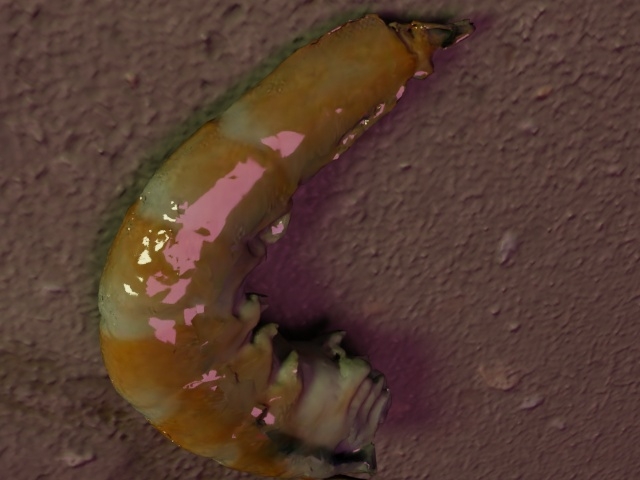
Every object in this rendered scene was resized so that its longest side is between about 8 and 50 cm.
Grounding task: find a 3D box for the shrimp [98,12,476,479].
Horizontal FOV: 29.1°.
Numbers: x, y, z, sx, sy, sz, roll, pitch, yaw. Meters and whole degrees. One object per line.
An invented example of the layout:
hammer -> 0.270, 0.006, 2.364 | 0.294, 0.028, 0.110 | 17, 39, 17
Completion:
shrimp -> -0.028, 0.016, 0.652 | 0.185, 0.068, 0.287 | -7, 118, -29
